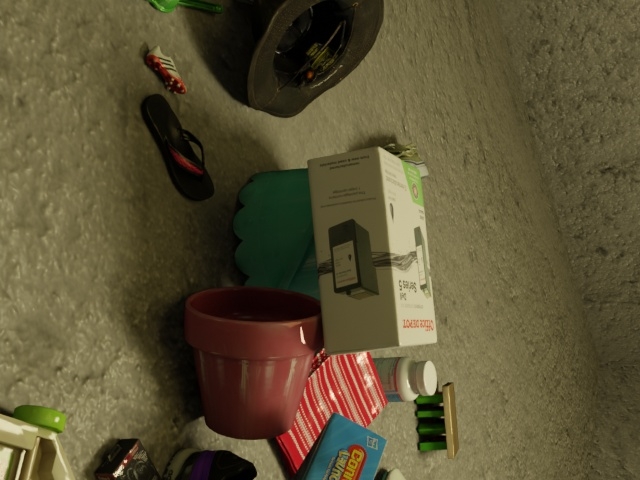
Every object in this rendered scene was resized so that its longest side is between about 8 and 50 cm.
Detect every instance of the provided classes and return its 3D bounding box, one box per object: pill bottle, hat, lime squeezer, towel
[{"bbox_3d":[0.139,0.270,1.562,0.087,0.160,0.087,24,63,-58],"label":"pill bottle"},{"bbox_3d":[-0.038,-0.364,1.370,0.134,0.331,0.331,49,23,17],"label":"hat"},{"bbox_3d":[-0.210,-0.374,1.158,0.310,0.110,0.058,151,-87,-88],"label":"lime squeezer"},{"bbox_3d":[0.018,0.292,1.406,0.275,0.031,0.198,-40,120,-41],"label":"towel"}]

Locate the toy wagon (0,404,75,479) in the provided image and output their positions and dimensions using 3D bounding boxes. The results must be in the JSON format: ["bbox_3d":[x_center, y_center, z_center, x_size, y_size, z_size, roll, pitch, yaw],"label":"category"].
[{"bbox_3d":[-0.329,0.295,0.798,0.344,0.068,0.267,42,48,-51],"label":"toy wagon"}]

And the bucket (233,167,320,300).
[{"bbox_3d":[0.000,0.000,1.350,0.281,0.183,0.281,28,57,-57],"label":"bucket"}]

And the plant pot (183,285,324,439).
[{"bbox_3d":[-0.096,0.175,1.144,0.201,0.201,0.180,-13,110,-62],"label":"plant pot"}]

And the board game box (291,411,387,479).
[{"bbox_3d":[-0.042,0.438,1.077,0.302,0.086,0.308,-61,177,-48],"label":"board game box"}]

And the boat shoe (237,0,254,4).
[{"bbox_3d":[-0.094,-0.450,1.402,0.226,0.076,0.083,9,75,-61],"label":"boat shoe"}]

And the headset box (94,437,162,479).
[{"bbox_3d":[-0.239,0.292,0.999,0.083,0.032,0.062,67,31,-24],"label":"headset box"}]

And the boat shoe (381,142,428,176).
[{"bbox_3d":[0.162,-0.168,1.799,0.094,0.109,0.302,66,20,3],"label":"boat shoe"}]

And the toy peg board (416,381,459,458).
[{"bbox_3d":[0.274,0.418,1.883,0.160,0.079,0.161,25,61,-75],"label":"toy peg board"}]

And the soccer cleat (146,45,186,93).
[{"bbox_3d":[-0.221,-0.247,1.171,0.083,0.029,0.035,46,49,-41],"label":"soccer cleat"}]

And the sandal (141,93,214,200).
[{"bbox_3d":[-0.199,-0.131,1.168,0.179,0.040,0.067,64,33,-30],"label":"sandal"}]

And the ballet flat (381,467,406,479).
[{"bbox_3d":[0.149,0.623,1.523,0.139,0.139,0.400,61,35,-34],"label":"ballet flat"}]

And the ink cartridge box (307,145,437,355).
[{"bbox_3d":[0.079,0.022,1.159,0.198,0.115,0.272,12,71,-66],"label":"ink cartridge box"}]

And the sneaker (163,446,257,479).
[{"bbox_3d":[-0.142,0.411,1.026,0.102,0.146,0.293,39,50,-52],"label":"sneaker"}]
